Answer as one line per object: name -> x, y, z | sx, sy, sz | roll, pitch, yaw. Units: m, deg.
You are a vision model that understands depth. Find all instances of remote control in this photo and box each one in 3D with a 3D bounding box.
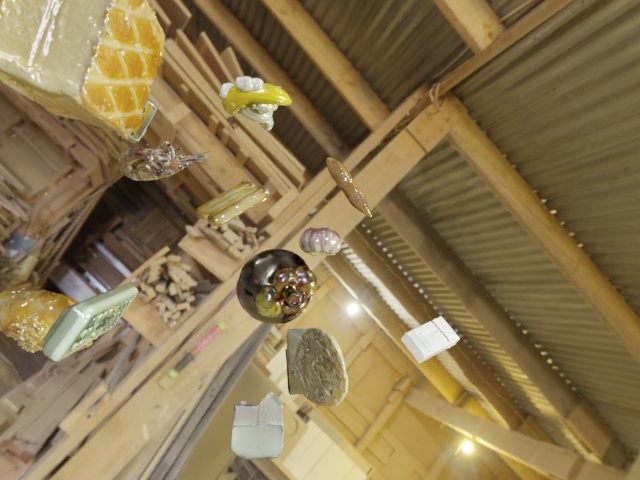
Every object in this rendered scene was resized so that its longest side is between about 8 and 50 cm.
remote control -> -0.509, 0.167, 1.043 | 0.065, 0.128, 0.335 | 38, -3, -6

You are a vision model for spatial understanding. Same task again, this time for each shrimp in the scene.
shrimp -> -0.597, -0.314, 1.781 | 0.116, 0.343, 0.145 | -131, -147, -71

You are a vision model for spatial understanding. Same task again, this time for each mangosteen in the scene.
mangosteen -> -0.145, 0.167, 1.569 | 0.287, 0.287, 0.233 | 34, -57, 29

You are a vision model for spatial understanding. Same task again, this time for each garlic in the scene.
garlic -> 0.000, 0.000, 1.621 | 0.147, 0.102, 0.159 | 9, -11, -31

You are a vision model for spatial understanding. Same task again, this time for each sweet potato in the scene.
sweet potato -> 0.085, -0.155, 1.362 | 0.218, 0.051, 0.065 | 54, 14, -5

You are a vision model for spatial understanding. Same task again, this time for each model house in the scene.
model house -> -0.126, 0.364, 0.919 | 0.100, 0.100, 0.088 | -110, -155, -68

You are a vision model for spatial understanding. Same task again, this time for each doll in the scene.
doll -> -0.225, -0.471, 1.588 | 0.252, 0.111, 0.237 | 9, -20, -36

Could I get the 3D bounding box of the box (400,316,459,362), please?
box -> 0.308, 0.274, 1.294 | 0.084, 0.154, 0.040 | 51, -43, 31

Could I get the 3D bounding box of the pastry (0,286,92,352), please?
pastry -> -0.768, 0.231, 1.290 | 0.310, 0.162, 0.255 | 1, -23, 36

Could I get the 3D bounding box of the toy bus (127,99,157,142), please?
toy bus -> -0.683, -0.448, 1.743 | 0.057, 0.172, 0.072 | -4, -31, 46

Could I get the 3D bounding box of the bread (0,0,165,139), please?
bread -> -0.635, -0.516, 1.267 | 0.279, 0.371, 0.390 | 19, -2, 1

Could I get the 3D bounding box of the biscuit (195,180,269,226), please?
biscuit -> -0.380, -0.161, 1.996 | 0.237, 0.290, 0.062 | 22, -40, 51

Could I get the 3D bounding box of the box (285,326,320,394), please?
box -> -0.067, 0.506, 1.954 | 0.231, 0.155, 0.149 | -98, -169, -50

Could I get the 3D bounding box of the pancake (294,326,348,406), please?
pancake -> -0.004, 0.413, 1.524 | 0.282, 0.049, 0.283 | 8, -80, 53
